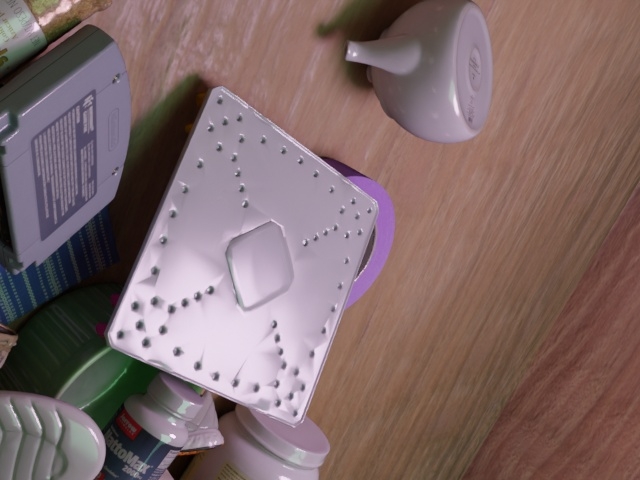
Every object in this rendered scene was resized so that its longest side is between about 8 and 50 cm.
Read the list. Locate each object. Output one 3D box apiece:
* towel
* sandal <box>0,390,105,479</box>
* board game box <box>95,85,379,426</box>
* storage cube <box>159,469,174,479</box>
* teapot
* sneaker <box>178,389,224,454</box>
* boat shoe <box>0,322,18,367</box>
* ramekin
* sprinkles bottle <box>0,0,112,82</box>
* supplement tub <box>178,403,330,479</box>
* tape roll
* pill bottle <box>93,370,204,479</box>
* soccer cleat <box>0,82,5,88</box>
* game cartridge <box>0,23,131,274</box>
[{"bbox_3d":[-0.416,0.027,1.198,0.336,0.040,0.243,-33,145,-29],"label":"towel"},{"bbox_3d":[-0.490,0.259,1.184,0.416,0.102,0.169,-2,111,-14],"label":"sandal"},{"bbox_3d":[-0.104,0.035,1.367,0.390,0.050,0.390,34,71,-41],"label":"board game box"},{"bbox_3d":[-0.334,0.509,1.593,0.193,0.184,0.215,-39,162,4],"label":"storage cube"},{"bbox_3d":[0.168,-0.276,1.517,0.252,0.187,0.256,-61,142,-41],"label":"teapot"},{"bbox_3d":[-0.301,0.317,1.610,0.262,0.121,0.099,2,160,-32],"label":"sneaker"},{"bbox_3d":[-0.450,0.092,1.104,0.089,0.104,0.285,-49,164,-18],"label":"boat shoe"},{"bbox_3d":[-0.333,0.210,1.386,0.303,0.148,0.303,-33,144,-28],"label":"ramekin"},{"bbox_3d":[-0.384,-0.193,0.936,0.355,0.121,0.121,-42,147,-17],"label":"sprinkles bottle"},{"bbox_3d":[-0.150,0.486,1.822,0.325,0.235,0.235,-57,148,9],"label":"supplement tub"},{"bbox_3d":[0.000,0.000,1.611,0.274,0.090,0.275,-23,128,-32],"label":"tape roll"},{"bbox_3d":[-0.252,0.280,1.314,0.180,0.108,0.108,-54,149,2],"label":"pill bottle"},{"bbox_3d":[-0.447,-0.038,1.019,0.331,0.116,0.143,-43,153,-12],"label":"soccer cleat"},{"bbox_3d":[-0.298,-0.101,1.053,0.198,0.062,0.297,-53,171,-33],"label":"game cartridge"}]
